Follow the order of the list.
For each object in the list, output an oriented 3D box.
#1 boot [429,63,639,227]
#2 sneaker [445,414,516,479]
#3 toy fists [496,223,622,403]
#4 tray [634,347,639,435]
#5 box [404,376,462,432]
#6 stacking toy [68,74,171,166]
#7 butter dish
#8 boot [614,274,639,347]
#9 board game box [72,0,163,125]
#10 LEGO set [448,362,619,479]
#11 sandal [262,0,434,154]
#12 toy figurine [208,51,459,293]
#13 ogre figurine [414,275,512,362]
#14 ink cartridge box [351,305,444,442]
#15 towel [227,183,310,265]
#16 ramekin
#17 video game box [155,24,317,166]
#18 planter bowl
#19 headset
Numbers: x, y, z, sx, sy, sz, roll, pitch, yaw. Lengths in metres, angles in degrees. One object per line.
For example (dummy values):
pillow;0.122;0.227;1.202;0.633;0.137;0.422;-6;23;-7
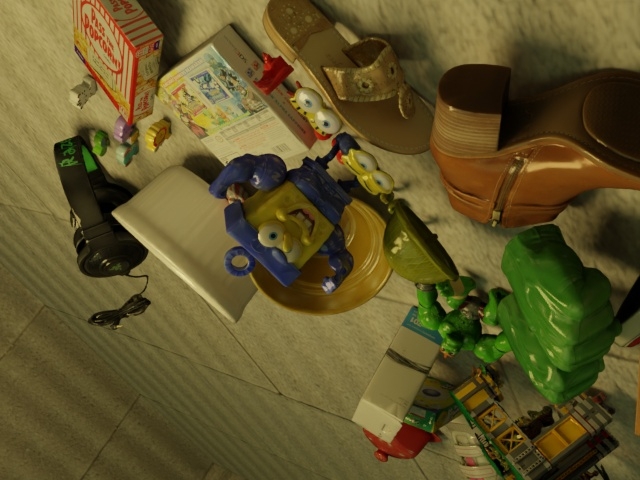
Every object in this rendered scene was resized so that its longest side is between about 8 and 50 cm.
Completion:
boot;0.248;-0.064;0.762;0.283;0.109;0.220;11;155;17
sneaker;0.320;0.422;1.480;0.252;0.111;0.103;42;152;-16
toy fists;0.284;0.101;0.892;0.279;0.096;0.142;75;176;-58
tray;0.357;-0.006;0.565;0.202;0.076;0.411;6;120;28
box;0.208;0.300;1.394;0.105;0.043;0.179;14;-169;33
stacking toy;-0.336;-0.170;1.288;0.167;0.052;0.221;31;154;7
butter dish;0.161;0.445;1.692;0.160;0.118;0.160;43;152;-17
boot;0.439;0.085;0.816;0.176;0.088;0.244;29;150;6
board game box;-0.278;-0.268;1.016;0.147;0.045;0.193;53;154;8
LEGO set;0.378;0.320;1.240;0.331;0.192;0.255;57;175;-34
sandal;0.041;-0.186;0.798;0.240;0.088;0.079;41;159;-4
toy figurine;-0.020;-0.026;0.918;0.362;0.217;0.191;46;-177;-30
ogre figurine;0.220;0.114;1.107;0.197;0.097;0.118;16;134;2
ink cartridge box;0.137;0.229;1.271;0.082;0.191;0.140;29;152;10
towel;-0.086;-0.028;1.214;0.197;0.029;0.144;46;-178;-23
ramekin;-0.203;0.001;1.266;0.277;0.135;0.277;40;169;9
video game box;-0.121;-0.182;1.031;0.187;0.048;0.205;44;152;-23
planter bowl;0.000;0.000;1.111;0.217;0.090;0.217;-1;124;-1
headset;-0.432;-0.005;1.436;0.243;0.185;0.394;-121;11;-55
